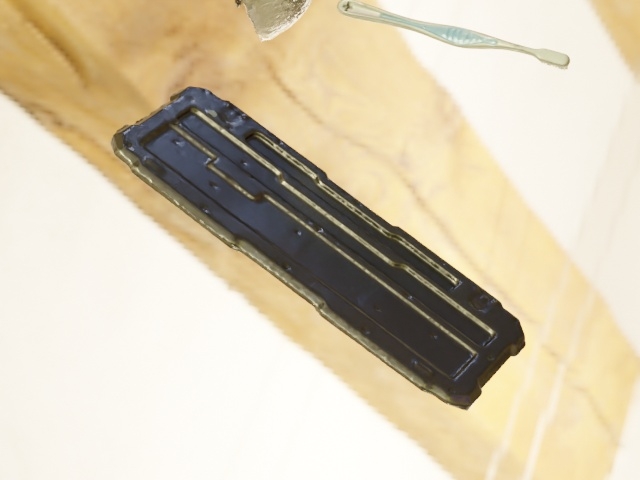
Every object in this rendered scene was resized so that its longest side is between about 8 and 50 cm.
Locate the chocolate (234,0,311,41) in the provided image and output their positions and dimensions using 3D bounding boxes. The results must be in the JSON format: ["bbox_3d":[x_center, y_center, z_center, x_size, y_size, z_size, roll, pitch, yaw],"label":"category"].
[{"bbox_3d":[-0.067,-0.309,1.420,0.185,0.100,0.303,67,-173,-69],"label":"chocolate"}]

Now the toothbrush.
[{"bbox_3d":[0.087,-0.137,1.263,0.017,0.162,0.014,63,-135,-73],"label":"toothbrush"}]

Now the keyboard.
[{"bbox_3d":[0.000,0.000,1.122,0.106,0.262,0.016,-41,-16,-48],"label":"keyboard"}]
